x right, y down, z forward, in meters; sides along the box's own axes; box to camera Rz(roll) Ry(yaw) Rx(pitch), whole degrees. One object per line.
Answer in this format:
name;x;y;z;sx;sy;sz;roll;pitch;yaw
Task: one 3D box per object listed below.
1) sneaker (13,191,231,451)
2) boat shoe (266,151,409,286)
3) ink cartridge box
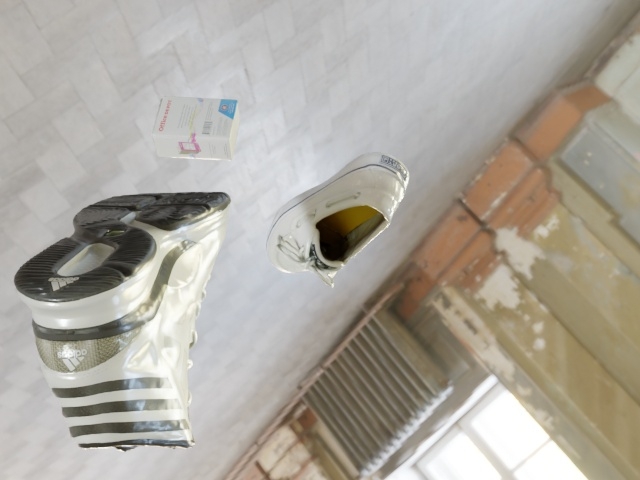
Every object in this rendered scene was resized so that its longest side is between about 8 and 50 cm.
sneaker;-0.211;0.095;0.952;0.447;0.169;0.257;-63;152;-71
boat shoe;0.008;0.004;1.324;0.367;0.136;0.156;-32;-150;47
ink cartridge box;-0.194;-0.177;1.247;0.122;0.088;0.052;4;144;3
